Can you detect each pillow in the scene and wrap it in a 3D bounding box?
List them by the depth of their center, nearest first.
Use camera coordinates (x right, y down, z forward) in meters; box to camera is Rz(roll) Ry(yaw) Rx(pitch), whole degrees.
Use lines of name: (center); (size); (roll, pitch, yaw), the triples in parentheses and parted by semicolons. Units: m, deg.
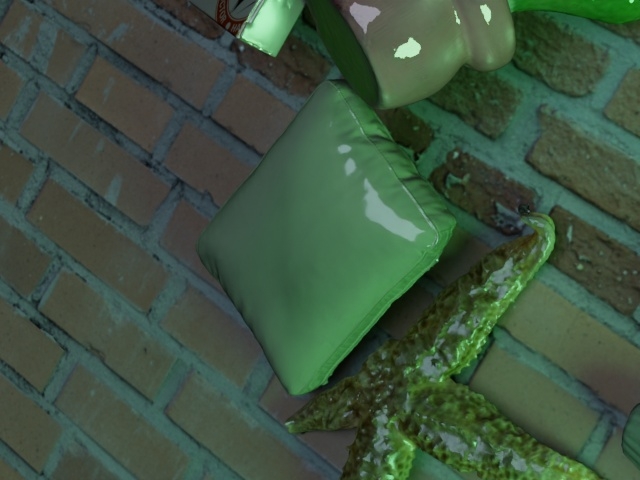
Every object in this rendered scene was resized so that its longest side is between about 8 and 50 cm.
pillow: (0.000, 0.000, 1.899); (0.255, 0.119, 0.322); (54, 128, 20)

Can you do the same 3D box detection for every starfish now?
starfish: (0.149, 0.204, 1.847); (0.432, 0.082, 0.324); (-35, 65, 17)

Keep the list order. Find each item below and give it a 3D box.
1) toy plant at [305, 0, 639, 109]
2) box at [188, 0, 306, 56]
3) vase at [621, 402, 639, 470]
toy plant: (0.156, -0.317, 1.794); (0.356, 0.210, 0.317); (-30, 84, -1)
box: (-0.087, -0.370, 1.970); (0.214, 0.069, 0.353); (-59, 33, 8)
vase: (0.421, 0.249, 1.671); (0.248, 0.128, 0.128); (31, 98, 37)
